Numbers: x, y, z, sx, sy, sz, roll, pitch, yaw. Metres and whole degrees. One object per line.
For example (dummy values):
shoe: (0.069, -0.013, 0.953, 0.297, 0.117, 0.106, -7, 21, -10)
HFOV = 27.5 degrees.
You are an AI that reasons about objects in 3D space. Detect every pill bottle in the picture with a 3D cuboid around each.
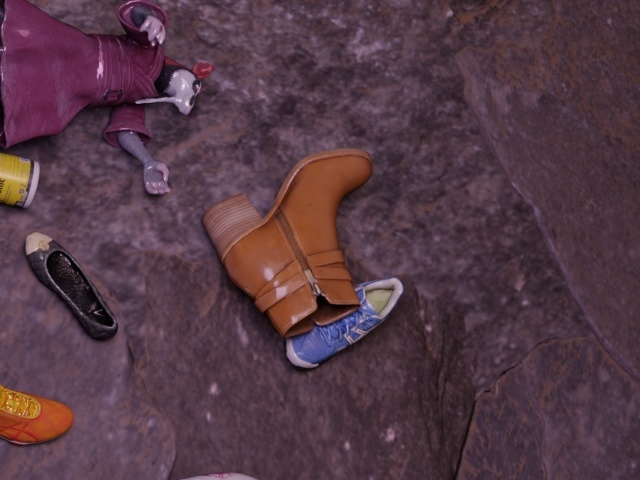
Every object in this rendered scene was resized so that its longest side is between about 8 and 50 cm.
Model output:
pill bottle: (-0.430, -0.085, 1.703, 0.116, 0.065, 0.065, 14, 62, -21)

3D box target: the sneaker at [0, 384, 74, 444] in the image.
sneaker: (-0.383, 0.207, 1.592, 0.175, 0.067, 0.064, 12, 61, -25)

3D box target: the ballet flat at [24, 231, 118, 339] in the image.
ballet flat: (-0.320, 0.055, 1.705, 0.173, 0.049, 0.057, 50, 54, 1)

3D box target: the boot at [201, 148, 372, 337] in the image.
boot: (0.000, 0.000, 1.832, 0.283, 0.109, 0.220, -23, 63, -28)

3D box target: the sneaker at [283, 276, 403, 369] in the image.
sneaker: (0.032, 0.108, 1.848, 0.211, 0.081, 0.080, -35, 88, -33)

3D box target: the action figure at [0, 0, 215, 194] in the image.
action figure: (-0.318, -0.222, 1.795, 0.370, 0.248, 0.275, -2, 25, -41)

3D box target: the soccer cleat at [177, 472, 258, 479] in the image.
soccer cleat: (-0.189, 0.349, 1.583, 0.331, 0.143, 0.116, -9, 72, -31)
